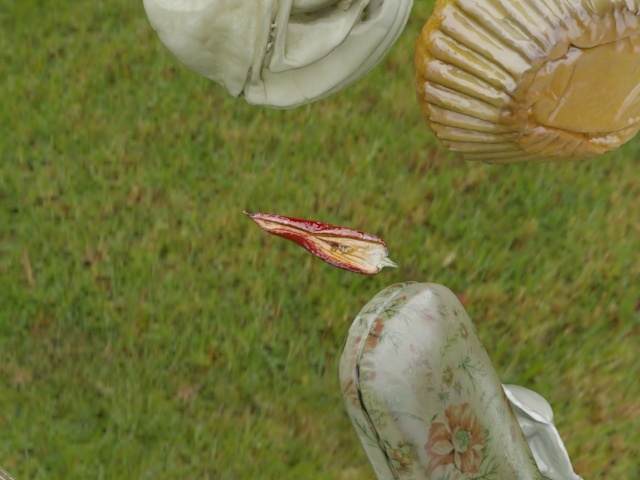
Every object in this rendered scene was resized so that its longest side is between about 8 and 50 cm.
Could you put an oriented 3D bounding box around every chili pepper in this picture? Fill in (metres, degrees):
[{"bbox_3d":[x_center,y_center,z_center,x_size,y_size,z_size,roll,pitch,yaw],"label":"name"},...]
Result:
[{"bbox_3d":[0.000,0.000,1.754,0.178,0.027,0.045,16,96,0],"label":"chili pepper"}]

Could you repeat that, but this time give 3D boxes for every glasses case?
[{"bbox_3d":[0.136,0.228,1.519,0.098,0.425,0.156,0,36,40],"label":"glasses case"}]

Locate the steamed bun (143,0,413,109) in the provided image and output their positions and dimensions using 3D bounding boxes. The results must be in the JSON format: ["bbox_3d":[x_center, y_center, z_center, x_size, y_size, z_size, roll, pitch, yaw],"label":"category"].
[{"bbox_3d":[-0.017,-0.272,1.821,0.203,0.289,0.276,32,89,40],"label":"steamed bun"}]

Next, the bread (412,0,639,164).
[{"bbox_3d":[0.231,-0.185,1.698,0.274,0.274,0.149,-18,39,-17],"label":"bread"}]

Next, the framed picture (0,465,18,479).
[{"bbox_3d":[-0.282,0.130,1.077,0.136,0.201,0.010,33,90,24],"label":"framed picture"}]

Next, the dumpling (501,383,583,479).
[{"bbox_3d":[0.211,0.226,1.751,0.151,0.229,0.124,31,68,10],"label":"dumpling"}]
